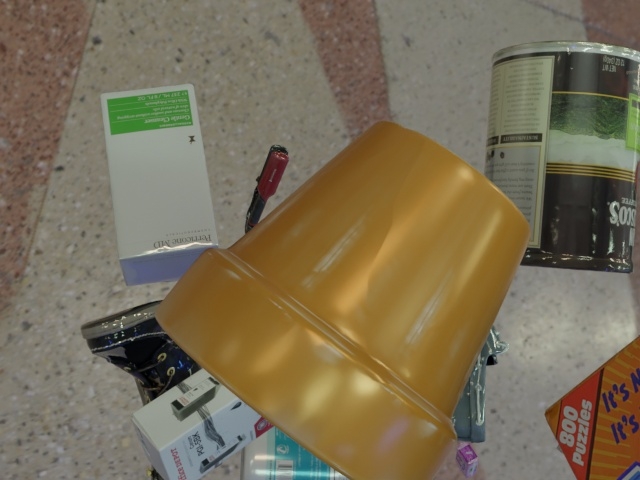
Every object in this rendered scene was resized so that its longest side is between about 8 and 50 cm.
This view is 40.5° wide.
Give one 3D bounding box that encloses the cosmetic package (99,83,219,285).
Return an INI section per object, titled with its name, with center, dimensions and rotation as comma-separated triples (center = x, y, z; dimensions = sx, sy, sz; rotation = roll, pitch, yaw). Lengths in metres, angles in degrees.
[cosmetic package]
center = -0.318, -0.110, 1.728
dimensions = 0.196, 0.155, 0.366
rotation = -9, 67, -10

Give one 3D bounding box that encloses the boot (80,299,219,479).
[boot]
center = -0.263, 0.253, 1.435
dimensions = 0.138, 0.377, 0.284
rotation = -14, 81, 2

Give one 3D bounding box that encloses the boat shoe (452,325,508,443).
[boat shoe]
center = 0.274, 0.198, 1.513
dimensions = 0.116, 0.099, 0.320
rotation = 68, 38, -65

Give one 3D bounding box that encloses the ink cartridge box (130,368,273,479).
[ink cartridge box]
center = -0.115, 0.184, 0.895
dimensions = 0.135, 0.099, 0.056
rotation = -32, 54, -22

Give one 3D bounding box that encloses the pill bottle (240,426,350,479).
[pill bottle]
center = 0.011, 0.348, 1.326
dimensions = 0.263, 0.146, 0.146
rotation = 4, 68, -7

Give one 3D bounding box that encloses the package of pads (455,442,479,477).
[package of pads]
center = 0.317, 0.476, 1.882
dimensions = 0.032, 0.083, 0.050
rotation = -27, 57, -13

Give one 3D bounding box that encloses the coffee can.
[coffee can]
center = 0.314, -0.101, 1.137
dimensions = 0.201, 0.201, 0.276
rotation = 5, 89, -38

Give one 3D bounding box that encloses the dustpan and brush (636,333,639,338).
[dustpan and brush]
center = 0.589, 0.241, 1.475
dimensions = 0.147, 0.060, 0.211
rotation = 37, 23, 12

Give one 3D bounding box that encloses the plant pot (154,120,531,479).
[plant pot]
center = 0.030, 0.034, 0.565
dimensions = 0.205, 0.205, 0.188
rotation = 39, 84, -22

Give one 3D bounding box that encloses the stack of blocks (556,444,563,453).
[stack of blocks]
center = 0.381, 0.216, 1.021
dimensions = 0.171, 0.087, 0.297
rotation = -55, 151, -2

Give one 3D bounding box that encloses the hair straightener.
[hair straightener]
center = -0.117, -0.099, 1.839
dimensions = 0.047, 0.231, 0.089
rotation = 13, 27, -10

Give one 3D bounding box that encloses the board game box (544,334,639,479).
[board game box]
center = 0.466, 0.174, 0.618
dimensions = 0.356, 0.357, 0.356
rotation = -2, 53, -33
